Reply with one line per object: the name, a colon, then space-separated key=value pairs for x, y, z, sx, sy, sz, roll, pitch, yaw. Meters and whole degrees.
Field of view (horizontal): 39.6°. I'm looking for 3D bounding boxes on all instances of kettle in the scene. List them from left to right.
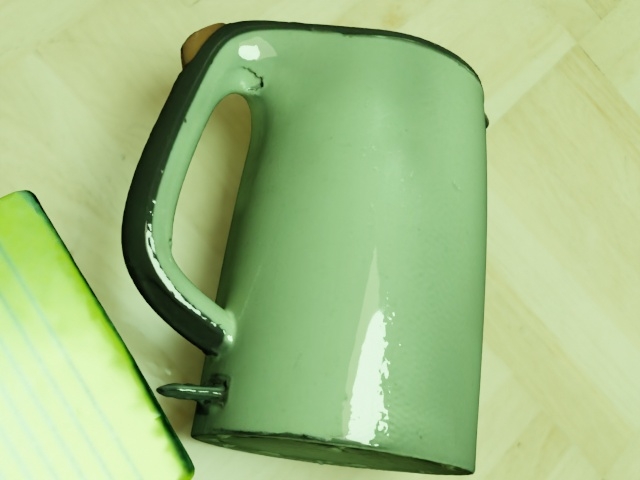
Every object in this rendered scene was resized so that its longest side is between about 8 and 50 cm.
kettle: x=0.000 y=0.000 z=0.534 sx=0.240 sy=0.165 sz=0.255 roll=17 pitch=73 yaw=-28

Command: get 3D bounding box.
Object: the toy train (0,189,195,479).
toy train: x=-0.219 y=0.117 z=0.439 sx=0.272 sy=0.179 sz=0.442 roll=-31 pitch=90 yaw=-31
